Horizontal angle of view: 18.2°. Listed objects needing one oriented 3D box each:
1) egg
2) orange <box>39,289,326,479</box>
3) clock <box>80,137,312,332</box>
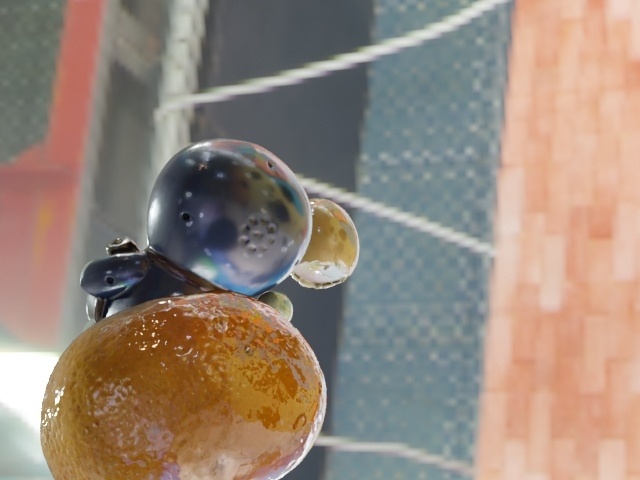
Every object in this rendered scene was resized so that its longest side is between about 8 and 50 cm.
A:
[{"bbox_3d":[0.000,0.000,2.026,0.080,0.080,0.096,49,-144,-51],"label":"egg"},{"bbox_3d":[-0.108,0.127,1.551,0.224,0.224,0.170,-13,-98,-63],"label":"orange"},{"bbox_3d":[-0.104,0.024,1.858,0.199,0.146,0.243,26,-86,-22],"label":"clock"}]
